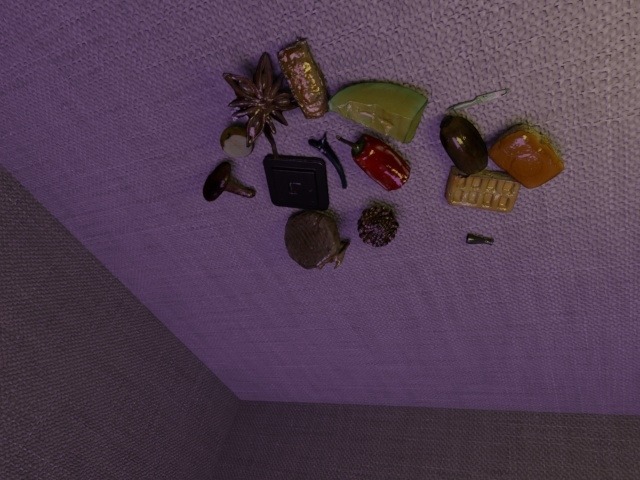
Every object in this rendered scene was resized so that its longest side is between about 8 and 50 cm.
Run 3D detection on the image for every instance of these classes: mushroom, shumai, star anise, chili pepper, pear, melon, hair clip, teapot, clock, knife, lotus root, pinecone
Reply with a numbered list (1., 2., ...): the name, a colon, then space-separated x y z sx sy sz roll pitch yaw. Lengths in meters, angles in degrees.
1. mushroom: -0.407 -0.231 2.092 0.218 0.147 0.227 25 146 -31
2. shumai: 0.000 0.000 2.161 0.314 0.262 0.267 40 105 31
3. star anise: -0.211 -0.487 1.674 0.292 0.109 0.349 -45 116 4
4. chili pepper: 0.187 -0.329 1.754 0.338 0.131 0.135 33 161 -21
5. pear: -0.338 -0.413 1.877 0.141 0.104 0.141 -6 148 -4
6. melon: 0.195 -0.462 1.621 0.324 0.124 0.196 21 137 6
7. hair clip: 0.052 -0.313 1.883 0.083 0.048 0.275 -16 129 27
8. teapot: 0.689 0.001 1.989 0.111 0.042 0.042 8 137 8
9. clock: -0.104 -0.243 2.009 0.274 0.049 0.278 6 137 13
10. knife: 0.533 -0.477 1.563 0.207 0.014 0.030 -11 131 27
11. lotus root: 0.510 -0.336 1.634 0.123 0.124 0.241 -1 140 49
12. pinecone: 0.248 -0.058 2.002 0.179 0.149 0.195 13 138 6

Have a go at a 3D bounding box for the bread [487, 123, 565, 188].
1. bread: 0.717 -0.295 1.609 0.246 0.121 0.174 33 135 -18

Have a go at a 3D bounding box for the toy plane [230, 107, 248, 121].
1. toy plane: -0.261 -0.497 1.777 0.174 0.080 0.174 -2 130 -2

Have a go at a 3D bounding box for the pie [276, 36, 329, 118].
1. pie: -0.054 -0.565 1.629 0.129 0.068 0.282 -19 119 13

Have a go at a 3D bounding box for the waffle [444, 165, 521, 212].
1. waffle: 0.629 -0.195 1.790 0.274 0.057 0.168 9 138 10
